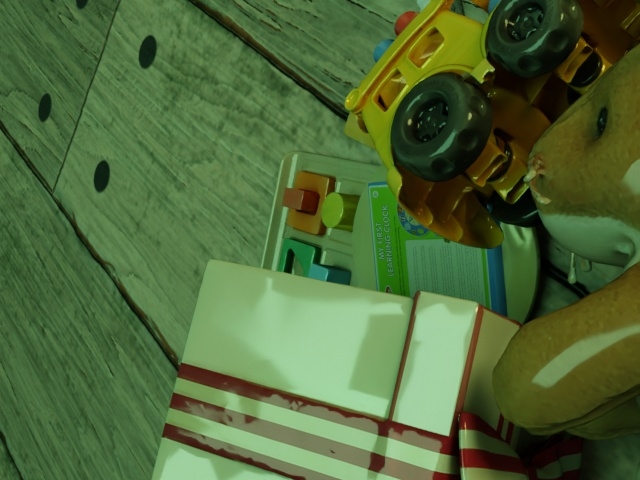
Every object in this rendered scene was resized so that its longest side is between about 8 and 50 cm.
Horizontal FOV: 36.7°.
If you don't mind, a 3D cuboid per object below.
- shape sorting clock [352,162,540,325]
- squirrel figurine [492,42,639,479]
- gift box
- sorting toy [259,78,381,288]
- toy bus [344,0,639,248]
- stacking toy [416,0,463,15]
[{"bbox_3d":[0.109,0.013,0.877,0.206,0.040,0.206,7,101,39],"label":"shape sorting clock"},{"bbox_3d":[0.297,0.026,0.556,0.397,0.281,0.370,-21,57,30],"label":"squirrel figurine"},{"bbox_3d":[0.049,0.176,0.739,0.258,0.255,0.276,8,87,31],"label":"gift box"},{"bbox_3d":[0.000,0.000,1.010,0.196,0.047,0.347,16,96,49],"label":"sorting toy"},{"bbox_3d":[0.129,-0.138,0.761,0.220,0.149,0.211,-49,44,20],"label":"toy bus"},{"bbox_3d":[0.173,-0.179,0.837,0.167,0.052,0.221,-29,64,43],"label":"stacking toy"}]
